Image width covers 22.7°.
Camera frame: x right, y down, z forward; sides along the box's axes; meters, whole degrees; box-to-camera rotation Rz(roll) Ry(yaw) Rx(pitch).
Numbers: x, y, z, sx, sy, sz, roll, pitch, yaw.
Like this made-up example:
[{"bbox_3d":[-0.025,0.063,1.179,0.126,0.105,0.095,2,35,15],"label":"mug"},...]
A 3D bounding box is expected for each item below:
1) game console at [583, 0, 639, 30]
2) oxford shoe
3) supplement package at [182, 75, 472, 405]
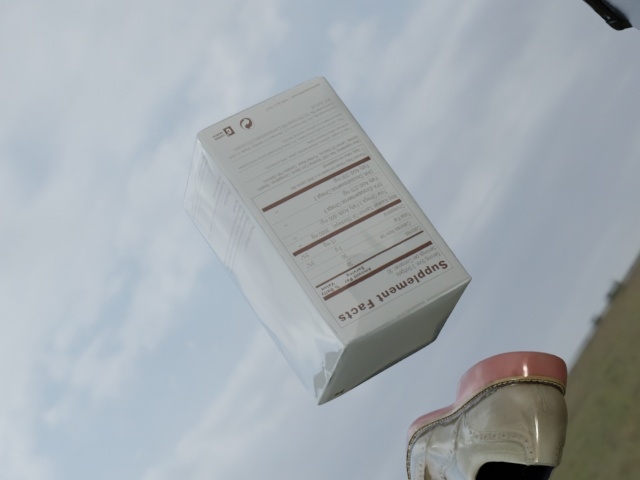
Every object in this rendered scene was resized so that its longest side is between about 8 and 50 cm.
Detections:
[{"bbox_3d":[0.168,-0.160,0.872,0.122,0.071,0.107,27,-116,-51],"label":"game console"},{"bbox_3d":[0.162,0.237,1.648,0.348,0.123,0.130,109,162,-60],"label":"oxford shoe"},{"bbox_3d":[0.000,0.000,1.073,0.105,0.179,0.105,-27,-19,-23],"label":"supplement package"}]
